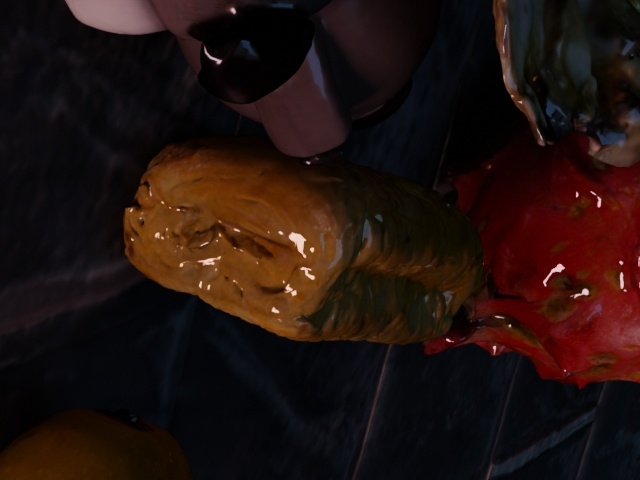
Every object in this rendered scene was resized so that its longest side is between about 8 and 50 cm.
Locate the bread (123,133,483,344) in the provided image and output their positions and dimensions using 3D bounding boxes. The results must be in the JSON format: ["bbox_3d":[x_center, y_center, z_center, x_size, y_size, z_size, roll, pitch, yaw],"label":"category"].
[{"bbox_3d":[0.000,0.000,0.846,0.211,0.114,0.083,12,96,-67],"label":"bread"}]

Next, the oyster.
[{"bbox_3d":[0.074,-0.186,0.737,0.201,0.107,0.354,-30,104,-46],"label":"oyster"}]

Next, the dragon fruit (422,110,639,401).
[{"bbox_3d":[0.173,-0.003,1.103,0.268,0.205,0.210,-19,104,-15],"label":"dragon fruit"}]

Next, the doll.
[{"bbox_3d":[-0.021,-0.122,0.689,0.257,0.117,0.182,19,59,-68],"label":"doll"}]

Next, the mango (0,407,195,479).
[{"bbox_3d":[-0.132,0.185,0.723,0.253,0.113,0.138,-57,151,-21],"label":"mango"}]
